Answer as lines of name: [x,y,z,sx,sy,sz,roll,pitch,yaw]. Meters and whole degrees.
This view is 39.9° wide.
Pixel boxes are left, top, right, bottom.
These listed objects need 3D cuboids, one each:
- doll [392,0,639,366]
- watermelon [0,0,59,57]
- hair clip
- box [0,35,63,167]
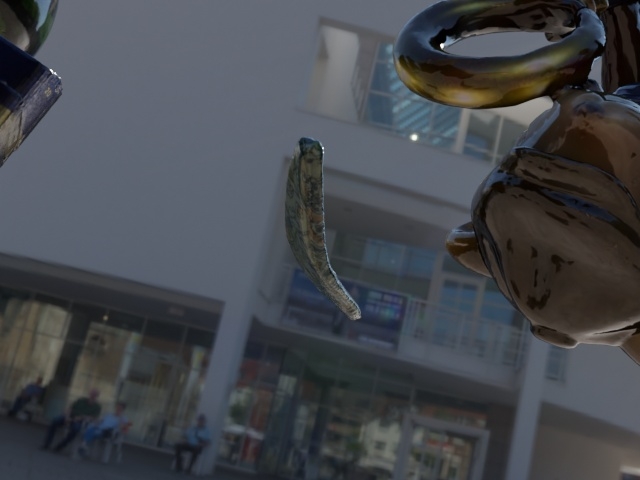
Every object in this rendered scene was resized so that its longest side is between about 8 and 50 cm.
doll: [0.242,-0.079,0.567,0.318,0.339,0.209,46,-14,30]
watermelon: [-0.435,-0.296,0.957,0.285,0.285,0.285,13,-14,3]
hair clip: [-0.002,0.002,0.670,0.066,0.036,0.229,51,-14,30]
box: [-0.361,-0.082,0.732,0.168,0.259,0.071,34,-15,3]
